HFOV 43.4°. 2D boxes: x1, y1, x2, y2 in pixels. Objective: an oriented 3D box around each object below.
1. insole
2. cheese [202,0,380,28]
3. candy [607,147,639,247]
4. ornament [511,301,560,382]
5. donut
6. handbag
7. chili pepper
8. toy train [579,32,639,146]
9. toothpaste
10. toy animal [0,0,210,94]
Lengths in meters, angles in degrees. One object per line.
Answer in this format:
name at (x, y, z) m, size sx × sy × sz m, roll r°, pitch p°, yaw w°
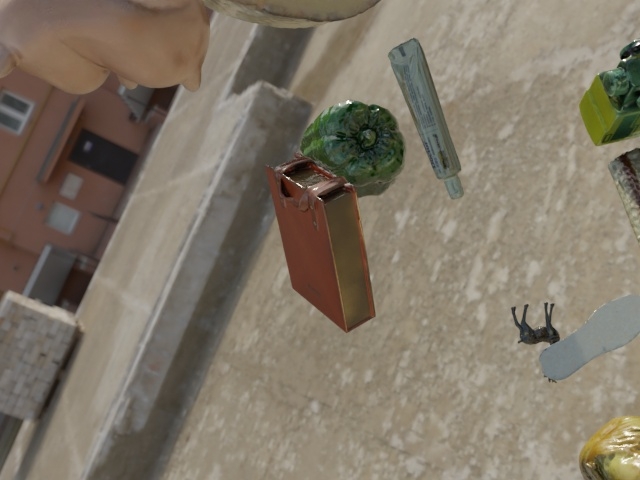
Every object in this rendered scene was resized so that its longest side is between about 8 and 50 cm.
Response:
insole at (0.406, 0.143, 1.183) m, size 0.197 × 0.065 × 0.004 m, roll -32°, pitch -22°, yaw -10°
cheese at (-0.051, -0.455, 1.135) m, size 0.153 × 0.332 × 0.292 m, roll -151°, pitch 60°, yaw -68°
candy at (0.718, -0.039, 1.663) m, size 0.135 × 0.179 × 0.321 m, roll -25°, pitch 51°, yaw 24°
ornament at (0.340, 0.159, 1.238) m, size 0.028 × 0.073 × 0.125 m, roll 102°, pitch 160°, yaw -77°
donut at (0.635, 0.476, 1.435) m, size 0.170 × 0.360 × 0.360 m, roll -39°, pitch 16°, yaw -9°
handbag at (0.000, 0.000, 0.946) m, size 0.127 × 0.063 × 0.190 m, roll 37°, pitch 145°, yaw 47°
chili pepper at (0.064, -0.164, 1.629) m, size 0.385 × 0.213 × 0.167 m, roll 166°, pitch 112°, yaw -83°
toy train at (0.744, -0.328, 1.652) m, size 0.237 × 0.369 × 0.150 m, roll 90°, pitch 167°, yaw -68°
toothpaste at (0.170, -0.185, 1.246) m, size 0.037 × 0.255 × 0.067 m, roll -24°, pitch 4°, yaw -42°
toy animal at (-0.253, -0.244, 0.923) m, size 0.154 × 0.250 × 0.166 m, roll 95°, pitch 173°, yaw -60°
